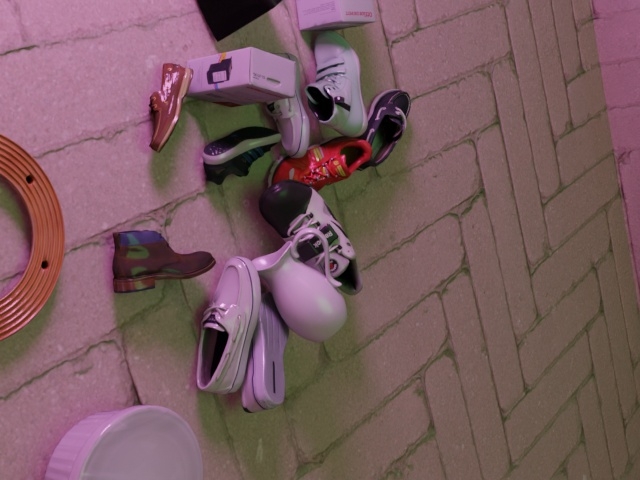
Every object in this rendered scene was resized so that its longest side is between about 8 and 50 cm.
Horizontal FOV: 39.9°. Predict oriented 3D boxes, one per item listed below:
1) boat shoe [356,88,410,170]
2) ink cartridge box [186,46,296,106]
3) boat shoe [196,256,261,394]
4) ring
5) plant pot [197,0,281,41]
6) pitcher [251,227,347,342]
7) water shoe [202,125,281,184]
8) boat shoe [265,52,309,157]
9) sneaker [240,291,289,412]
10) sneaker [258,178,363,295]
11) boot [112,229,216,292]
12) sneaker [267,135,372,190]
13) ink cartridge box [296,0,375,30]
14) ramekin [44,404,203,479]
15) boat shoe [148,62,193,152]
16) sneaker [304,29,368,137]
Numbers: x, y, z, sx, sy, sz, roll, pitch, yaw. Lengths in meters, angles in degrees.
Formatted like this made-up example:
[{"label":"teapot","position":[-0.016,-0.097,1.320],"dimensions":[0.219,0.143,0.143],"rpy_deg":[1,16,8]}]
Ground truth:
[{"label":"boat shoe","position":[0.156,-0.264,2.103],"dimensions":[0.302,0.091,0.114],"rpy_deg":[-56,129,-35]},{"label":"ink cartridge box","position":[-0.150,-0.307,1.671],"dimensions":[0.127,0.175,0.072],"rpy_deg":[7,84,-50]},{"label":"boat shoe","position":[-0.186,0.159,1.684],"dimensions":[0.088,0.096,0.267],"rpy_deg":[16,85,-54]},{"label":"ring","position":[-0.532,-0.005,1.316],"dimensions":[0.337,0.032,0.336],"rpy_deg":[4,85,-50]},{"label":"plant pot","position":[-0.148,-0.524,1.692],"dimensions":[0.167,0.187,0.188],"rpy_deg":[51,51,-20]},{"label":"pitcher","position":[-0.021,0.089,1.764],"dimensions":[0.207,0.178,0.125],"rpy_deg":[50,20,-13]},{"label":"water shoe","position":[-0.159,-0.170,1.755],"dimensions":[0.203,0.073,0.080],"rpy_deg":[-26,130,-43]},{"label":"boat shoe","position":[-0.082,-0.282,1.841],"dimensions":[0.076,0.083,0.226],"rpy_deg":[-1,78,-40]},{"label":"sneaker","position":[-0.125,0.221,1.759],"dimensions":[0.094,0.091,0.258],"rpy_deg":[38,39,-37]},{"label":"sneaker","position":[0.000,0.000,1.830],"dimensions":[0.122,0.146,0.330],"rpy_deg":[-41,134,5]},{"label":"boot","position":[-0.278,0.021,1.581],"dimensions":[0.219,0.082,0.106],"rpy_deg":[-17,104,-47]},{"label":"sneaker","position":[0.002,-0.156,1.885],"dimensions":[0.279,0.118,0.107],"rpy_deg":[-37,117,-35]},{"label":"ink cartridge box","position":[0.027,-0.553,1.930],"dimensions":[0.128,0.127,0.176],"rpy_deg":[-15,100,-50]},{"label":"ramekin","position":[-0.334,0.406,1.465],"dimensions":[0.273,0.127,0.272],"rpy_deg":[3,86,-51]},{"label":"boat shoe","position":[-0.285,-0.244,1.606],"dimensions":[0.060,0.064,0.177],"rpy_deg":[20,69,-16]},{"label":"sneaker","position":[0.019,-0.354,1.892],"dimensions":[0.151,0.094,0.255],"rpy_deg":[9,61,-57]}]
